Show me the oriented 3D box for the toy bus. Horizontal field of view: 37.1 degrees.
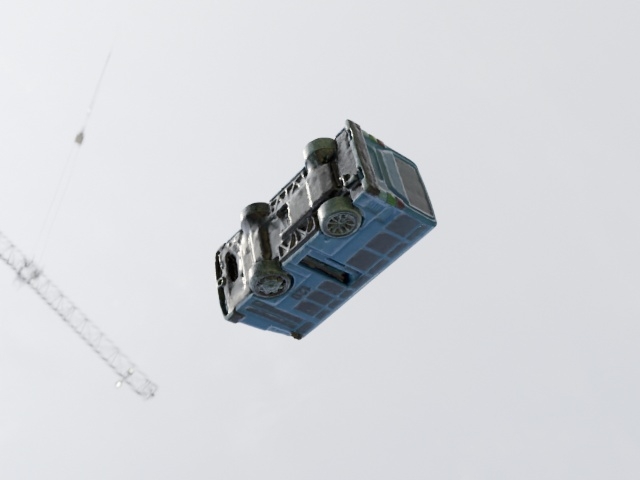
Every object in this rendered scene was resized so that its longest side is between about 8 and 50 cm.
[{"bbox_3d":[0.000,0.000,0.802,0.106,0.185,0.090,25,-144,-36],"label":"toy bus"}]
